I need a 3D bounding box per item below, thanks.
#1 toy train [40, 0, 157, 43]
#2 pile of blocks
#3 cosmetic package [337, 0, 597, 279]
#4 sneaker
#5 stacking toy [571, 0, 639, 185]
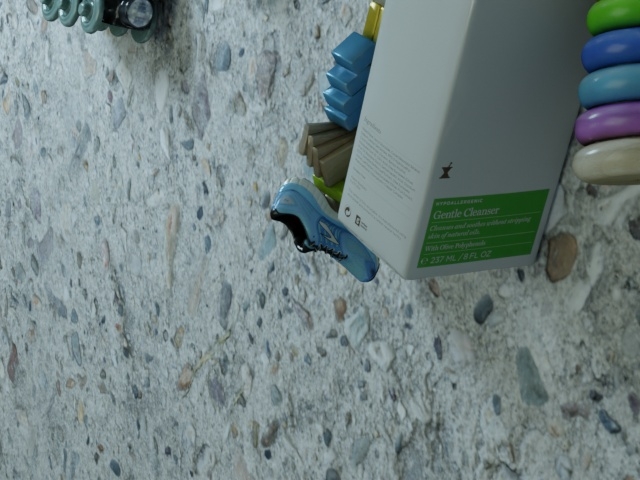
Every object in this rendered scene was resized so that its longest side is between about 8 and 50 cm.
[{"bbox_3d":[-0.369,-0.446,2.387,0.334,0.142,0.190,24,105,55],"label":"toy train"},{"bbox_3d":[0.071,-0.139,1.718,0.112,0.149,0.362,34,124,43],"label":"pile of blocks"},{"bbox_3d":[0.164,-0.158,1.526,0.155,0.197,0.365,44,132,46],"label":"cosmetic package"},{"bbox_3d":[0.000,0.000,1.728,0.162,0.073,0.063,41,146,-7],"label":"sneaker"},{"bbox_3d":[0.305,-0.223,1.362,0.141,0.141,0.330,-9,83,58],"label":"stacking toy"}]
